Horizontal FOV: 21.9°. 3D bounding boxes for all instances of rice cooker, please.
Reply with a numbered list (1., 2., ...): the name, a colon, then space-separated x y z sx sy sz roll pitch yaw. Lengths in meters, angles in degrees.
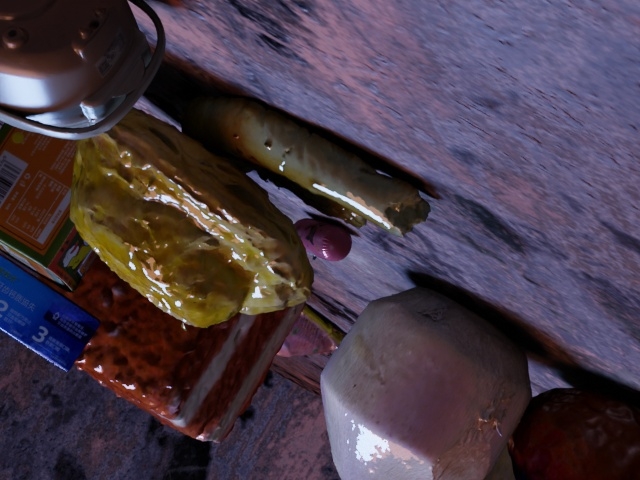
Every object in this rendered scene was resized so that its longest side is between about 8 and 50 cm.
1. rice cooker: -0.226 -0.166 1.279 0.206 0.145 0.127 25 159 20

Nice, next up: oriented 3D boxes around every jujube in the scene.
1. jujube: 0.279 0.233 1.753 0.168 0.168 0.236 35 174 -21

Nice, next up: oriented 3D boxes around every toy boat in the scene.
1. toy boat: -0.101 0.102 2.524 0.318 0.099 0.141 32 144 -9

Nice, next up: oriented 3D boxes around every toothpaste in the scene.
1. toothpaste: -0.407 0.036 1.930 0.320 0.076 0.066 37 174 -21

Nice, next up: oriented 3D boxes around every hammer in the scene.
1. hammer: 0.000 0.000 1.760 0.043 0.043 0.083 37 168 -32

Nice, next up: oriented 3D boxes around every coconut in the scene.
1. coconut: 0.105 0.177 1.767 0.224 0.234 0.224 26 172 4

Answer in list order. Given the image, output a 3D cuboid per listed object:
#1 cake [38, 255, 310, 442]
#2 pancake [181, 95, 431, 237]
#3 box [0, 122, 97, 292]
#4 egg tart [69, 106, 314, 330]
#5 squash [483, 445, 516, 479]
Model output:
1. cake: -0.206 0.095 2.230 0.270 0.269 0.319 27 169 22
2. pancake: -0.030 -0.058 1.505 0.197 0.054 0.376 35 172 -28
3. box: -0.305 -0.063 1.930 0.148 0.195 0.177 30 170 7
4. egg tart: -0.146 -0.014 1.580 0.319 0.128 0.319 36 169 8
5. squash: 0.157 0.265 2.238 0.260 0.189 0.189 20 166 33
